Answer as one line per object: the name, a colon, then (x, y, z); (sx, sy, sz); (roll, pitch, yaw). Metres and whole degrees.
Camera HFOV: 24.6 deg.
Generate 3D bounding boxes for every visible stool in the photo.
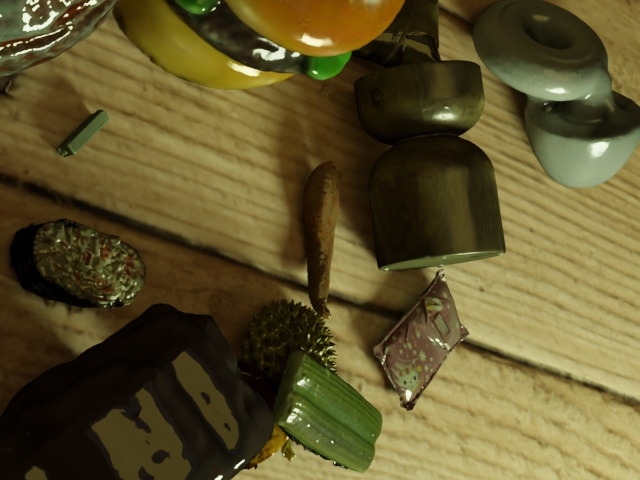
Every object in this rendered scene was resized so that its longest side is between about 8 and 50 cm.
stool: (0.150, -0.098, 2.014); (0.179, 0.179, 0.264); (-3, 83, -42)

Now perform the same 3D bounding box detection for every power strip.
power strip: (-0.282, -0.125, 1.737); (0.017, 0.027, 0.083); (53, 53, -21)

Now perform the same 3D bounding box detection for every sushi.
sushi: (-0.275, 0.030, 1.675); (0.150, 0.078, 0.091); (24, 66, -37)

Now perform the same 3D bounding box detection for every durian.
durian: (-0.037, 0.173, 1.846); (0.146, 0.102, 0.208); (13, 76, -45)

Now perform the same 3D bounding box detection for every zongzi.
zongzi: (0.087, -0.315, 2.090); (0.176, 0.078, 0.160); (15, 50, -15)

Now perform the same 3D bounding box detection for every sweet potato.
sweet potato: (0.000, 0.000, 1.947); (0.050, 0.050, 0.214); (12, 75, -40)

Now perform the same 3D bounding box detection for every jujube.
jujube: (-0.331, -0.315, 1.599); (0.308, 0.215, 0.246); (-31, 69, -28)

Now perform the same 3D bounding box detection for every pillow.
pillow: (0.140, 0.138, 2.049); (0.185, 0.043, 0.118); (-44, 116, -35)

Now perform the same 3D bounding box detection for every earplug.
earplug: (0.360, -0.232, 2.253); (0.326, 0.175, 0.214); (55, 45, -6)

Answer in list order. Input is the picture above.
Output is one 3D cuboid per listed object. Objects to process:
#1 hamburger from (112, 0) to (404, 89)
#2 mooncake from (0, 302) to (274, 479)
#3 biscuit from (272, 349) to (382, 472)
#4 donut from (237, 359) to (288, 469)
hamburger: (-0.068, -0.379, 1.814); (0.395, 0.277, 0.396); (11, 73, -39)
mooncake: (-0.226, 0.224, 1.521); (0.212, 0.350, 0.381); (56, 40, -6)
biscuit: (0.016, 0.221, 1.824); (0.322, 0.038, 0.099); (45, 61, -61)
donut: (-0.106, 0.206, 1.768); (0.140, 0.140, 0.059); (51, 9, -22)
